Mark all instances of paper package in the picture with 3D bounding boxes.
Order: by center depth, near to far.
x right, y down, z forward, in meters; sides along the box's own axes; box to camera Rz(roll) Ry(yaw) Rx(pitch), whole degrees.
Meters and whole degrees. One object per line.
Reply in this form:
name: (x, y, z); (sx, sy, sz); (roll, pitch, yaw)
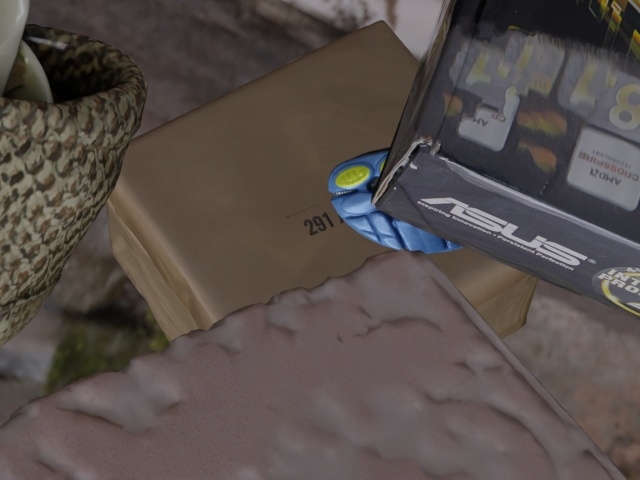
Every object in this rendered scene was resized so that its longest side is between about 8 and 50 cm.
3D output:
paper package: (0.000, 0.000, 1.738); (0.309, 0.325, 0.168); (54, 160, 25)

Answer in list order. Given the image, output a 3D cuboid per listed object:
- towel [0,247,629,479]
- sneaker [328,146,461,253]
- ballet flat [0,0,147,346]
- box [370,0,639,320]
towel: (0.011, 0.165, 0.537); (0.317, 0.332, 0.053); (49, 134, 21)
sneaker: (0.094, -0.037, 1.163); (0.188, 0.078, 0.067); (-10, 105, -15)
ballet flat: (-0.241, -0.120, 0.560); (0.483, 0.164, 0.182); (31, 99, -41)
box: (0.256, -0.087, 0.831); (0.395, 0.318, 0.097); (23, 161, -5)
